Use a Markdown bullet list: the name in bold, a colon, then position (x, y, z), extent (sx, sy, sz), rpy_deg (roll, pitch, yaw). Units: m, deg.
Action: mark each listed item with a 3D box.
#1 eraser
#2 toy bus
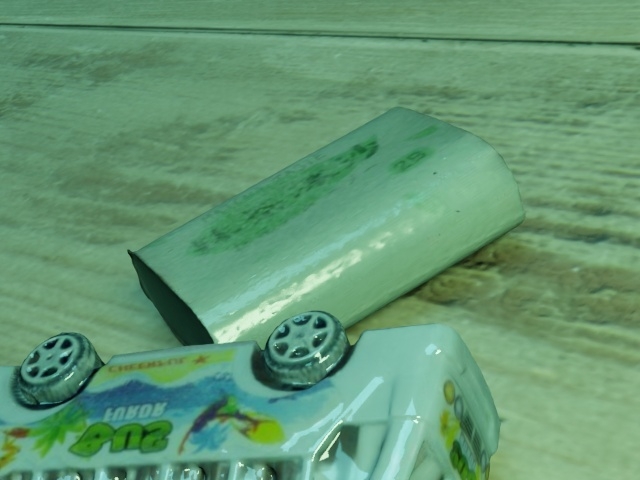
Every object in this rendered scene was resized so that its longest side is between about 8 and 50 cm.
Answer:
- **eraser**: position (0.000, 0.000, 0.854), extent (0.227, 0.081, 0.174), rpy_deg (-31, 30, -14)
- **toy bus**: position (-0.075, 0.125, 0.676), extent (0.329, 0.109, 0.136), rpy_deg (-7, 42, 24)
